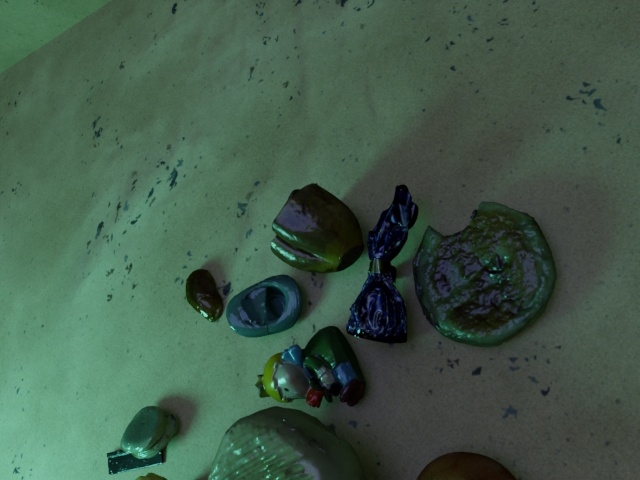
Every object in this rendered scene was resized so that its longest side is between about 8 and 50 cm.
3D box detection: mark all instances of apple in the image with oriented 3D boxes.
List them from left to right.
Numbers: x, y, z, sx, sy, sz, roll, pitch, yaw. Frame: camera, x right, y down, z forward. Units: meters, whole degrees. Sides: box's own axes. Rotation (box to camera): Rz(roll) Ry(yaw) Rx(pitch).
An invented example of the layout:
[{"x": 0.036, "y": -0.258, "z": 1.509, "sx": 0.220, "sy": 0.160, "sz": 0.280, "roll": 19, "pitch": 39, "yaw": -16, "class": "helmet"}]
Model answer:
[{"x": 0.244, "y": 0.460, "z": 0.966, "sx": 0.201, "sy": 0.162, "sz": 0.201, "roll": -14, "pitch": 65, "yaw": 31, "class": "apple"}]

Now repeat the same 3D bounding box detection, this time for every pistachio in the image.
[{"x": -0.322, "y": 0.145, "z": 1.536, "sx": 0.089, "sy": 0.049, "sz": 0.173, "roll": -41, "pitch": 54, "yaw": 14, "class": "pistachio"}]

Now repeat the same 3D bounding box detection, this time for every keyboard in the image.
[{"x": -0.482, "y": 0.565, "z": 1.493, "sx": 0.195, "sy": 0.018, "sz": 0.060, "roll": -20, "pitch": 67, "yaw": 25, "class": "keyboard"}]

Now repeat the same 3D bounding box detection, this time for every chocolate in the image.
[{"x": 0.137, "y": 0.045, "z": 1.216, "sx": 0.126, "sy": 0.148, "sz": 0.343, "roll": 4, "pitch": 77, "yaw": 17, "class": "chocolate"}]

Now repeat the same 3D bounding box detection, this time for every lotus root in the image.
[{"x": 0.000, "y": 0.000, "z": 1.310, "sx": 0.180, "sy": 0.188, "sz": 0.199, "roll": 43, "pitch": 95, "yaw": 23, "class": "lotus root"}]

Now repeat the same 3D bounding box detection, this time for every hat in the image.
[{"x": -0.128, "y": 0.162, "z": 1.391, "sx": 0.191, "sy": 0.078, "sz": 0.138, "roll": -19, "pitch": 69, "yaw": 5, "class": "hat"}]

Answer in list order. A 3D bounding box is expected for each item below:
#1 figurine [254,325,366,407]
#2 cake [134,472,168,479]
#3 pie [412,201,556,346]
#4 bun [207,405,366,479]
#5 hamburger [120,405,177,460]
[{"x": -0.029, "y": 0.307, "z": 1.244, "sx": 0.234, "sy": 0.127, "sz": 0.185, "roll": -32, "pitch": 64, "yaw": 7, "class": "figurine"}, {"x": -0.351, "y": 0.650, "z": 1.239, "sx": 0.286, "sy": 0.227, "sz": 0.222, "roll": -52, "pitch": 51, "yaw": 5, "class": "cake"}, {"x": 0.317, "y": 0.064, "z": 1.140, "sx": 0.302, "sy": 0.067, "sz": 0.302, "roll": -13, "pitch": 65, "yaw": 30, "class": "pie"}, {"x": -0.054, "y": 0.502, "z": 1.101, "sx": 0.362, "sy": 0.234, "sz": 0.326, "roll": 32, "pitch": 87, "yaw": 36, "class": "bun"}, {"x": -0.435, "y": 0.484, "z": 1.450, "sx": 0.140, "sy": 0.062, "sz": 0.133, "roll": -11, "pitch": 41, "yaw": 37, "class": "hamburger"}]
